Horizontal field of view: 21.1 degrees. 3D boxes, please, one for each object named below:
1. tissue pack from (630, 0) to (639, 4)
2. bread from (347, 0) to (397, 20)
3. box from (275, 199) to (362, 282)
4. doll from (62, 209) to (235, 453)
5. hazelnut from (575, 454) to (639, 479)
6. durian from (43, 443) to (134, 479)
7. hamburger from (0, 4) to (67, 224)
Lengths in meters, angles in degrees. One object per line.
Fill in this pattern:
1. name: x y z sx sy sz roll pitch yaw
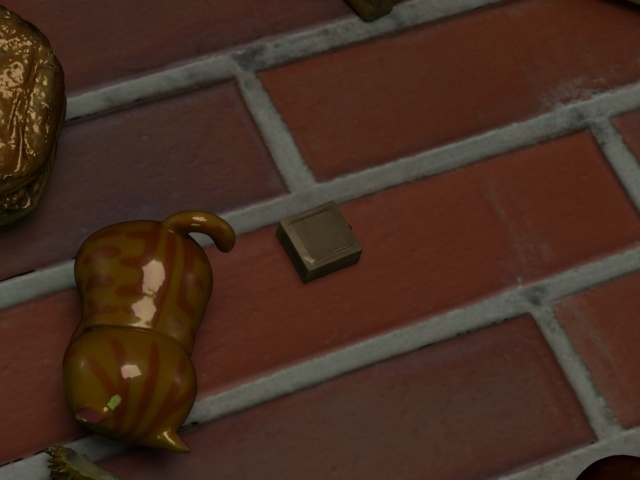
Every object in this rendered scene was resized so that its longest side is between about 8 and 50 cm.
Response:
1. tissue pack: 0.434 -0.497 2.378 0.380 0.207 0.297 18 57 0
2. bread: 0.046 -0.463 2.268 0.111 0.239 0.246 -31 68 -30
3. box: 0.000 0.000 2.105 0.083 0.035 0.079 -20 66 -22
4. doll: -0.204 0.104 1.937 0.166 0.162 0.270 15 68 -19
5. hazelnut: 0.359 0.322 1.887 0.208 0.208 0.208 5 59 -8
6. durian: -0.198 0.298 1.858 0.252 0.144 0.139 15 36 4
7. hamburger: -0.453 -0.151 2.034 0.318 0.158 0.319 5 59 -9
